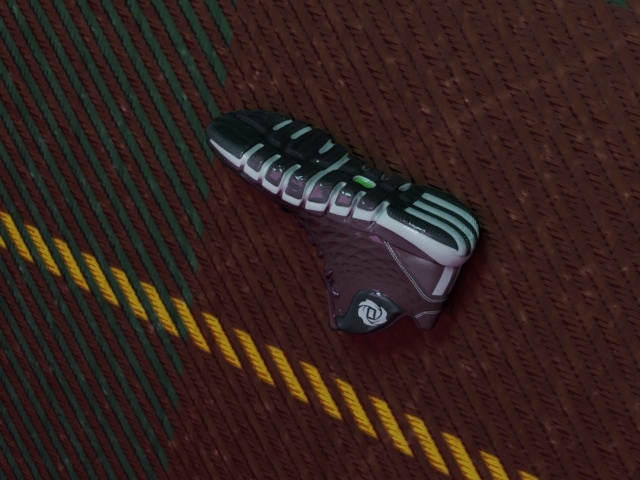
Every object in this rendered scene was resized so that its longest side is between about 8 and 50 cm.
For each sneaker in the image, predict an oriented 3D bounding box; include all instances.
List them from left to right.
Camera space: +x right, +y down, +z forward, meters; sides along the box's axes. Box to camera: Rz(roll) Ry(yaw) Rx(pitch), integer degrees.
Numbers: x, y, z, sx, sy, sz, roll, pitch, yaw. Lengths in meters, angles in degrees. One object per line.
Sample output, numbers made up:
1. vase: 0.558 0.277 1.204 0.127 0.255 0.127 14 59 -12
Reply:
1. sneaker: 0.000 0.000 1.429 0.281 0.106 0.162 29 124 23
